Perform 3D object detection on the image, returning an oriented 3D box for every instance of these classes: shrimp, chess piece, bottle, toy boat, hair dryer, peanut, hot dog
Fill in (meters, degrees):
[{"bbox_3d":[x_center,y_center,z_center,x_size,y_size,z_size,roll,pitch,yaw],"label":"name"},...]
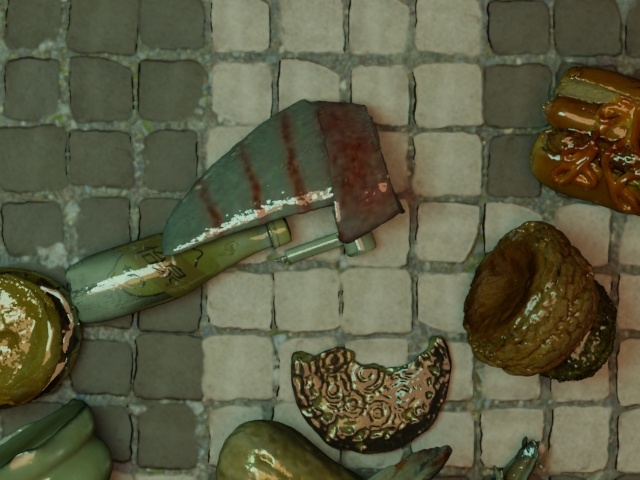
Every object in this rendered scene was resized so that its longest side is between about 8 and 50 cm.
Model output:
[{"bbox_3d":[0.125,0.345,1.873,0.360,0.085,0.247,-41,120,-14],"label":"shrimp"},{"bbox_3d":[-0.270,0.370,1.875,0.182,0.182,0.330,-29,98,1],"label":"chess piece"},{"bbox_3d":[-0.165,0.027,1.896,0.269,0.083,0.083,-17,93,-2],"label":"bottle"},{"bbox_3d":[-0.059,-0.062,1.873,0.282,0.096,0.206,-19,61,2],"label":"toy boat"},{"bbox_3d":[0.000,0.000,1.924,0.124,0.038,0.063,-20,91,8],"label":"hair dryer"},{"bbox_3d":[-0.026,0.302,1.889,0.224,0.129,0.129,37,92,-7],"label":"peanut"},{"bbox_3d":[0.417,-0.088,1.868,0.348,0.117,0.158,18,108,-2],"label":"hot dog"}]

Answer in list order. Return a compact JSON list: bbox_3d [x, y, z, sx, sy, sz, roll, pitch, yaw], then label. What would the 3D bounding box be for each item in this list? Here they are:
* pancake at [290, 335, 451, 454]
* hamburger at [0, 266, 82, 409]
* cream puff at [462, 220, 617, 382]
[{"bbox_3d":[0.057,0.169,1.937,0.190,0.020,0.184,31,93,-3],"label":"pancake"},{"bbox_3d":[-0.381,0.112,1.892,0.185,0.113,0.177,-23,98,9],"label":"hamburger"},{"bbox_3d":[0.277,0.086,1.877,0.169,0.183,0.183,27,93,-23],"label":"cream puff"}]
